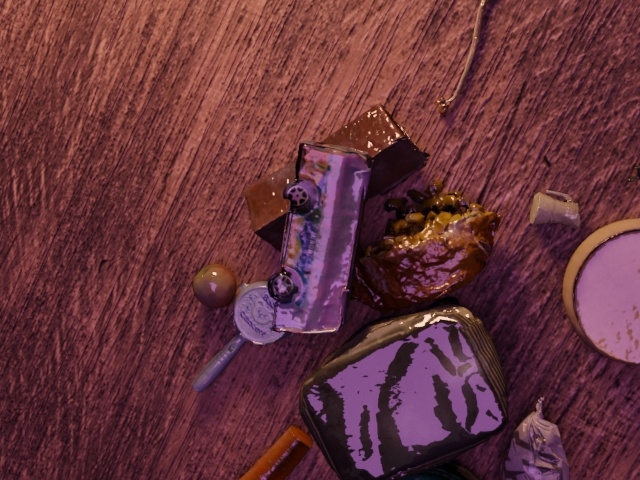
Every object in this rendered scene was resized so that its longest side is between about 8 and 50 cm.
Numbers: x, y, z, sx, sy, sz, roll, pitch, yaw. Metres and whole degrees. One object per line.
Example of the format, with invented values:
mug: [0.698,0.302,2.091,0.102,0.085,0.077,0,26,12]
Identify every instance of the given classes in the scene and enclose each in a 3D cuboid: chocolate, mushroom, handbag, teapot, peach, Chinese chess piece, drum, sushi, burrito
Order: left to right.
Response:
peach: [-0.192,0.084,1.813,0.083,0.083,0.083,1,96,10]
drum: [-0.159,0.167,1.828,0.253,0.049,0.130,-32,90,12]
chocolate: [0.023,-0.113,1.731,0.321,0.112,0.112,-32,55,13]
handbag: [0.147,0.247,1.685,0.341,0.240,0.247,-27,89,13]
sushi: [0.164,0.014,1.701,0.296,0.167,0.179,-24,98,23]
mushroom: [0.265,-0.351,1.713,0.026,0.028,0.286,34,104,49]
burrito: [0.378,0.487,1.738,0.139,0.101,0.445,-3,98,22]
teapot: [0.406,-0.052,1.703,0.083,0.057,0.067,13,69,3]
Chinese chess piece: [0.535,0.087,1.665,0.250,0.103,0.249,1,96,10]

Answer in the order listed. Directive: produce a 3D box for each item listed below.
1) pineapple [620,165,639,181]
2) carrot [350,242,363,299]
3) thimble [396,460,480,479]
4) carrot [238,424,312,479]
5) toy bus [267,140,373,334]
pineapple: [0.656,-0.194,1.603,0.166,0.165,0.364,34,109,5]
carrot: [0.052,0.026,1.777,0.055,0.055,0.161,-13,86,12]
thimble: [0.181,0.531,1.745,0.254,0.167,0.288,17,98,9]
carrot: [-0.105,0.441,1.840,0.067,0.067,0.225,43,100,4]
toy bus: [0.000,0.000,1.618,0.138,0.112,0.316,10,101,9]
